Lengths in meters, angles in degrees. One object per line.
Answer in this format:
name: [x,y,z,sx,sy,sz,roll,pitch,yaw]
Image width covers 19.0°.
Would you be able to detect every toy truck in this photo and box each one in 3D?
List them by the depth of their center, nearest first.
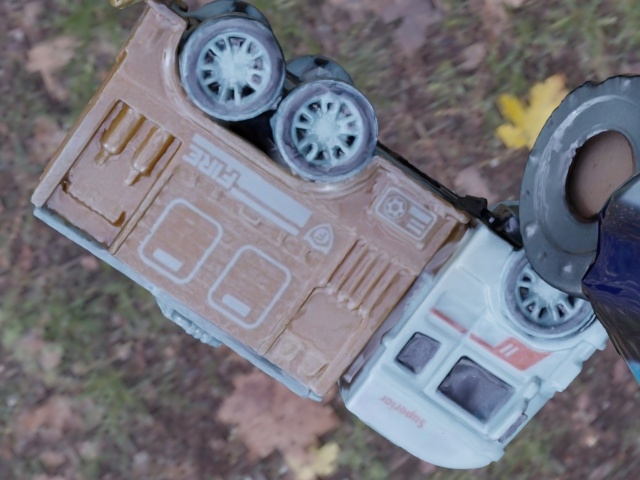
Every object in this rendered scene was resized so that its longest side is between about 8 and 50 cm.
toy truck: [0.000,0.000,1.028,0.305,0.136,0.162,35,97,-10]

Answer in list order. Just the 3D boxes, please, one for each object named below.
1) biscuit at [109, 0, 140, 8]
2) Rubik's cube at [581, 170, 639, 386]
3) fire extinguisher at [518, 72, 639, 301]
biscuit: [0.014,-0.198,0.958,0.045,0.299,0.154,24,114,41]
Rubik's cube: [0.281,0.046,0.410,0.288,0.293,0.283,54,167,-24]
fire extinguisher: [0.293,-0.007,0.998,0.200,0.376,0.113,-51,40,26]
